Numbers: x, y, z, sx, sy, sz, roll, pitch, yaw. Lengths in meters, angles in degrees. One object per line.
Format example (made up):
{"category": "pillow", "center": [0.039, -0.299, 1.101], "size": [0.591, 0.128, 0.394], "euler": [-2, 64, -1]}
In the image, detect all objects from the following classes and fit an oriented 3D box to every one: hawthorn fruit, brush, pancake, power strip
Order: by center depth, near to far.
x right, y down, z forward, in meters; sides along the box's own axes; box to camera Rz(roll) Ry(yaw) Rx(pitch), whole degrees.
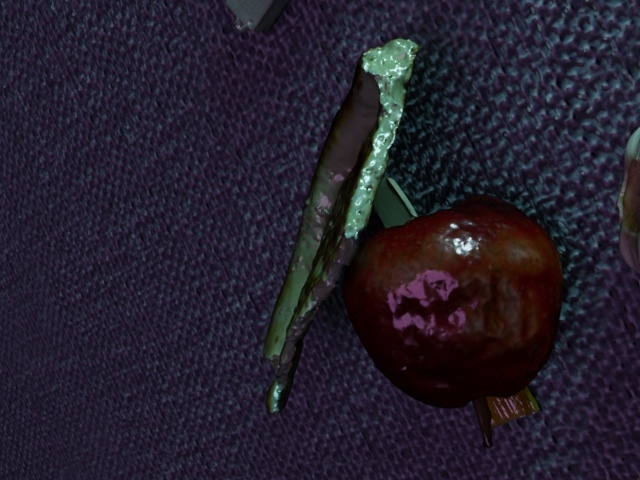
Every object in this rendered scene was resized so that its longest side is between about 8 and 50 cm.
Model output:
{"category": "hawthorn fruit", "center": [0.153, 0.090, 0.897], "size": [0.230, 0.210, 0.266], "euler": [-18, 101, -6]}
{"category": "pancake", "center": [0.001, -0.004, 0.934], "size": [0.067, 0.305, 0.427], "euler": [21, 133, -4]}
{"category": "power strip", "center": [-0.055, -0.332, 1.007], "size": [0.075, 0.042, 0.175], "euler": [51, 125, 10]}
{"category": "brush", "center": [0.152, 0.068, 1.014], "size": [0.085, 0.020, 0.336], "euler": [-32, 86, 38]}

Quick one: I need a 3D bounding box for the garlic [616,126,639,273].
{"category": "garlic", "center": [0.390, -0.038, 0.744], "size": [0.226, 0.199, 0.199], "euler": [3, 109, 8]}
